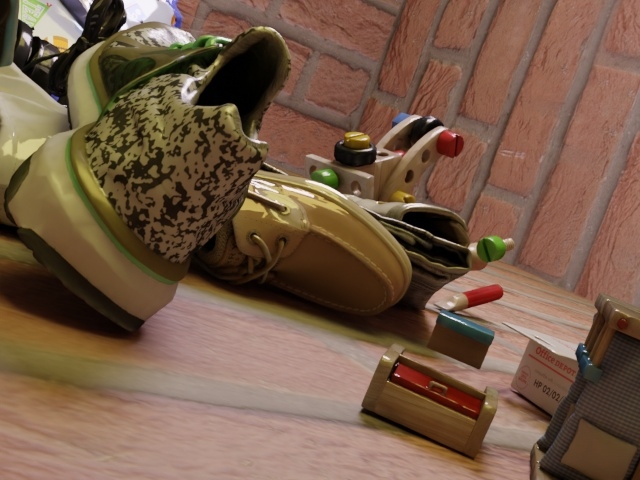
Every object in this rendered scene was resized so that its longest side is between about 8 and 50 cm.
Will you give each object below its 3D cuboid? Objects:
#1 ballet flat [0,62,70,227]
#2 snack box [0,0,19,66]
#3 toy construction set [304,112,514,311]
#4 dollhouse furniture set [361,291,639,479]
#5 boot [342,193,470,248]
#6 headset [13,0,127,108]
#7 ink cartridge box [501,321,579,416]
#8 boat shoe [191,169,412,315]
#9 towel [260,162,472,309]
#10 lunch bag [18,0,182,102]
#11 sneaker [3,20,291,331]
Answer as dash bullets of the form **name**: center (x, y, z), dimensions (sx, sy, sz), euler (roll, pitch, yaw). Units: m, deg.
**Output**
- **ballet flat**: center (-0.326, -0.109, 0.967), dimensions (0.139, 0.139, 0.400), euler (16, 11, -44)
- **snack box**: center (-0.372, -0.150, 0.641), dimensions (0.322, 0.060, 0.187), euler (-18, 45, -41)
- **toy construction set**: center (0.097, -0.021, 1.494), dimensions (0.237, 0.257, 0.309), euler (-12, 52, -46)
- **dollhouse furniture set**: center (0.135, 0.086, 0.698), dimensions (0.183, 0.129, 0.129), euler (23, 6, 9)
- **boot**: center (0.130, 0.004, 1.309), dimensions (0.213, 0.077, 0.165), euler (25, -10, -32)
- **headset**: center (-0.305, -0.186, 1.288), dimensions (0.243, 0.185, 0.394), euler (31, -7, -13)
- **ink cartridge box**: center (0.253, 0.139, 0.994), dimensions (0.181, 0.061, 0.104), euler (19, 5, -22)
- **boat shoe**: center (-0.076, -0.005, 1.015), dimensions (0.341, 0.121, 0.110), euler (26, 40, -5)
- **towel**: center (0.000, 0.000, 1.208), dimensions (0.312, 0.056, 0.324), euler (24, -11, 2)
- **lunch bag**: center (-0.453, -0.348, 1.654), dimensions (0.385, 0.239, 0.328), euler (27, 46, 16)
- **sneaker**: center (-0.089, -0.092, 0.807), dimensions (0.158, 0.182, 0.410), euler (51, 16, -24)
